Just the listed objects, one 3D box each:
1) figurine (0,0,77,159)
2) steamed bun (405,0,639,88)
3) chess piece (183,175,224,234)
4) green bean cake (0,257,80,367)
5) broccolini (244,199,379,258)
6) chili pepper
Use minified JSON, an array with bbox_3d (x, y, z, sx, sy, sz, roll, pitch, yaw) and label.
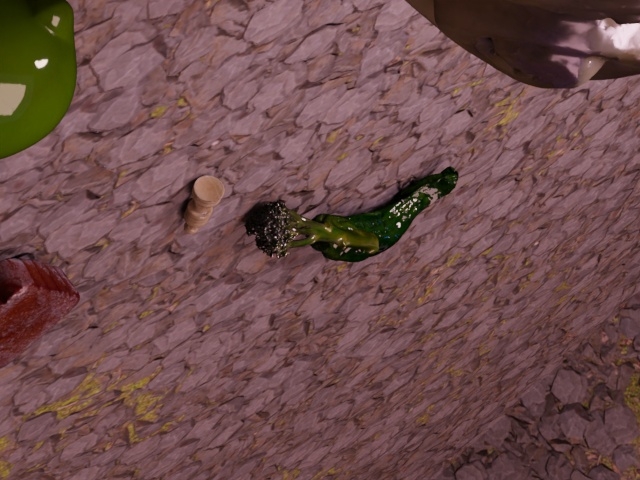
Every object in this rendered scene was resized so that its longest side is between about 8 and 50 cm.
[{"bbox_3d":[-0.288,-0.117,1.572,0.162,0.143,0.263,-16,163,-33],"label":"figurine"},{"bbox_3d":[0.197,-0.231,1.448,0.339,0.247,0.352,6,161,-21],"label":"steamed bun"},{"bbox_3d":[-0.135,-0.035,2.162,0.035,0.035,0.092,-25,161,-29],"label":"chess piece"},{"bbox_3d":[-0.334,0.075,2.035,0.135,0.056,0.136,-42,160,11],"label":"green bean cake"},{"bbox_3d":[0.002,-0.001,2.352,0.216,0.058,0.067,15,114,-46],"label":"broccolini"},{"bbox_3d":[0.061,-0.020,2.482,0.279,0.065,0.122,-22,143,-41],"label":"chili pepper"}]
